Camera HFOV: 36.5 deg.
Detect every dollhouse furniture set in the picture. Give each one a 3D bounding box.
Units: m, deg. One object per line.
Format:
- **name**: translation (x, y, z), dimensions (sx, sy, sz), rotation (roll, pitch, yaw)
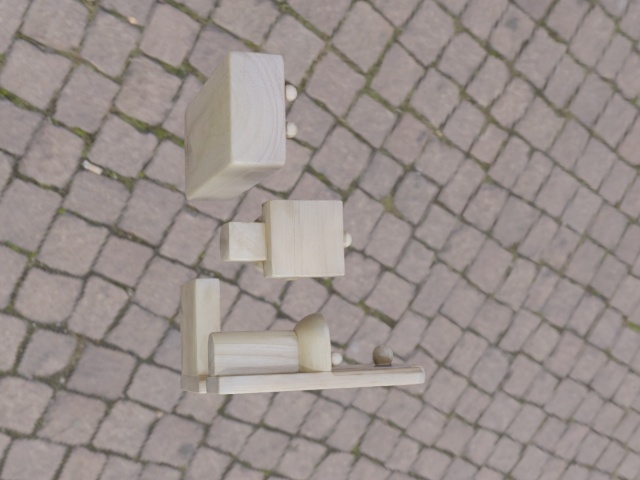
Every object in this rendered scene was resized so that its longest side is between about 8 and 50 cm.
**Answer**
- **dollhouse furniture set**: translation (0.000, 0.000, 0.495), dimensions (0.123, 0.144, 0.151), rotation (0, 84, -18)
